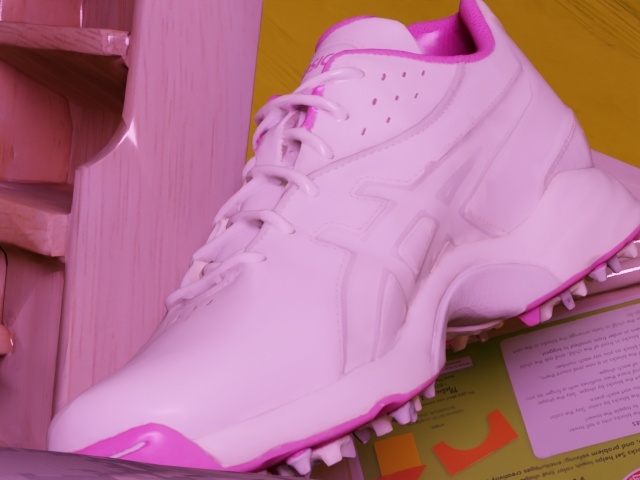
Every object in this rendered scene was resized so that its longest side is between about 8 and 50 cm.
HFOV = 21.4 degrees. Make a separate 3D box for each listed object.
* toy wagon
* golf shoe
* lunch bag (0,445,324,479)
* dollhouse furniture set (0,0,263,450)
[{"bbox_3d":[0.097,0.110,0.715,0.267,0.068,0.344,-14,54,2],"label":"toy wagon"},{"bbox_3d":[0.000,0.000,0.619,0.306,0.115,0.140,-29,95,-49],"label":"golf shoe"},{"bbox_3d":[-0.047,0.154,0.394,0.305,0.213,0.256,12,12,-38],"label":"lunch bag"},{"bbox_3d":[-0.232,-0.043,0.606,0.394,0.257,0.362,4,5,-33],"label":"dollhouse furniture set"}]
